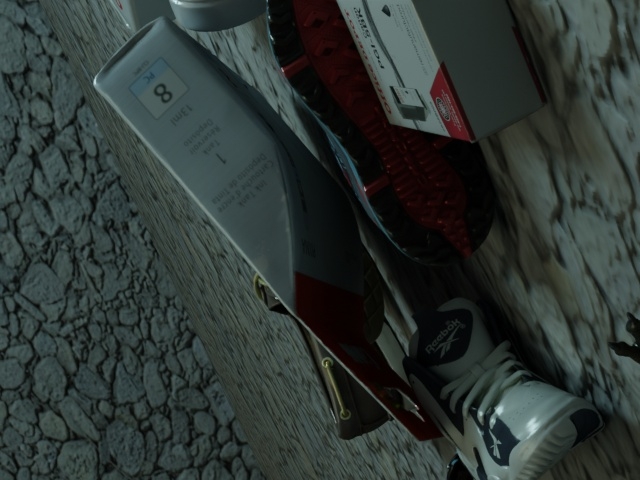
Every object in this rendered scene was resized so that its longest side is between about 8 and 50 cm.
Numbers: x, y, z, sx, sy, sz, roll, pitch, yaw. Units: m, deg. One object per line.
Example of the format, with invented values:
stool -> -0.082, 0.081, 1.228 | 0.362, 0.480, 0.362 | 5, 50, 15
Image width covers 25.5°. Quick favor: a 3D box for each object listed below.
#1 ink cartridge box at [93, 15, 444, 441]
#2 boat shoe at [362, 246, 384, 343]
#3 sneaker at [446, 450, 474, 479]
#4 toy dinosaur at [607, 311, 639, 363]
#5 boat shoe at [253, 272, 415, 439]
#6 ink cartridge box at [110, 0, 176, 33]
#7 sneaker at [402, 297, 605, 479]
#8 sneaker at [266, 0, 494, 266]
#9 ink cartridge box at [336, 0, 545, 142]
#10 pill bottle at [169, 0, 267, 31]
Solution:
ink cartridge box -> 0.000, 0.000, 1.217 | 0.385, 0.091, 0.308 | 47, -176, 12
boat shoe -> 0.016, 0.026, 1.430 | 0.060, 0.064, 0.178 | 91, 156, -76
sneaker -> 0.139, 0.200, 1.255 | 0.063, 0.073, 0.162 | 57, 167, 25
toy dinosaur -> 0.218, 0.089, 0.720 | 0.118, 0.064, 0.268 | 32, 152, 55
boat shoe -> -0.012, 0.056, 1.515 | 0.324, 0.096, 0.116 | 60, 168, 9
ink cartridge box -> -0.184, -0.353, 1.302 | 0.197, 0.114, 0.273 | 56, 166, 24
sneaker -> 0.123, 0.109, 1.070 | 0.153, 0.094, 0.235 | 52, 177, 7
sneaker -> 0.024, -0.102, 1.008 | 0.262, 0.104, 0.125 | 66, 170, -15
ink cartridge box -> 0.071, -0.120, 0.879 | 0.099, 0.056, 0.135 | 65, 167, -16
pill bottle -> -0.102, -0.280, 1.099 | 0.124, 0.124, 0.221 | 49, 162, 49
